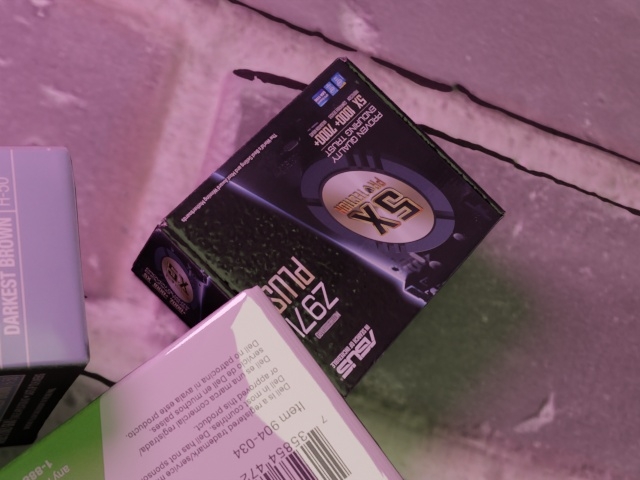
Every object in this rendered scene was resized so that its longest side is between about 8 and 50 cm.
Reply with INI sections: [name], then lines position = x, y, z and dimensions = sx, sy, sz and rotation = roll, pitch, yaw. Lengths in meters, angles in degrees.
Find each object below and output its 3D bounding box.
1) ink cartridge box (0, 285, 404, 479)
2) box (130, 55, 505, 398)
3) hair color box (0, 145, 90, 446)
[ink cartridge box]
position = -0.029, 0.191, 0.632
dimensions = 0.198, 0.115, 0.273
rotation = -36, 85, -3
[box]
position = 0.000, 0.000, 0.778
dimensions = 0.147, 0.077, 0.180
rotation = 45, 61, 0
[hair color box]
position = -0.312, 0.040, 0.579
dimensions = 0.374, 0.185, 0.114
rotation = -1, 70, -21
